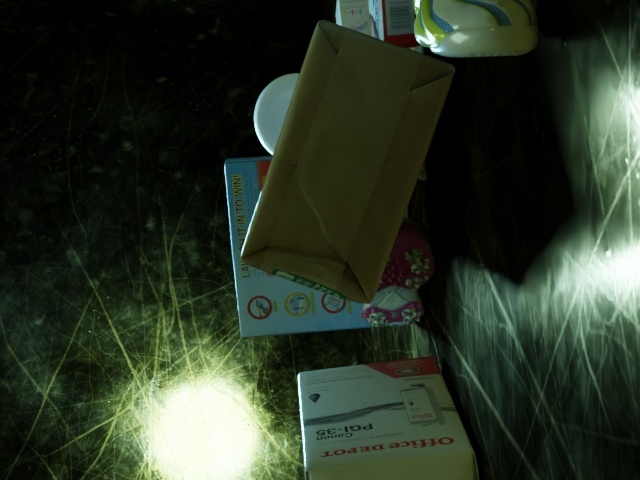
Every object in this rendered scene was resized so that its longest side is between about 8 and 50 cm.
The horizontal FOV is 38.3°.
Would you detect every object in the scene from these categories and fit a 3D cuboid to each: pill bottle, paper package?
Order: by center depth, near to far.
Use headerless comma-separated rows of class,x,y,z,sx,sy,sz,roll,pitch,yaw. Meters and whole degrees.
paper package,0.022,-0.101,1.186,0.325,0.168,0.309,-123,51,-83
pill bottle,-0.005,-0.271,2.052,0.334,0.188,0.187,-21,-73,-71

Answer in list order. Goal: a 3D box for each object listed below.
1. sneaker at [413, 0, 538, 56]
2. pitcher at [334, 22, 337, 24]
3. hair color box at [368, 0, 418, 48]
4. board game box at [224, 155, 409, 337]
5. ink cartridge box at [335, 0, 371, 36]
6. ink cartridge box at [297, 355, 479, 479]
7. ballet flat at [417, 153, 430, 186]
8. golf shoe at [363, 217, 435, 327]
sneaker,0.112,-0.222,0.705,0.240,0.091,0.126,-96,2,-63
pitcher,0.062,-0.368,1.938,0.177,0.126,0.207,65,-168,-7
hair color box,0.105,-0.326,1.352,0.167,0.053,0.093,-97,1,-79
board game box,0.000,0.000,1.590,0.086,0.302,0.308,-103,9,-80
ink cartridge box,0.079,-0.338,1.554,0.090,0.092,0.143,95,169,-77
ink cartridge box,0.080,0.267,1.203,0.283,0.207,0.117,-102,6,-74
ballet flat,0.125,-0.104,1.290,0.173,0.049,0.057,-114,21,-85
golf shoe,0.105,0.024,1.388,0.306,0.115,0.140,91,177,-65
